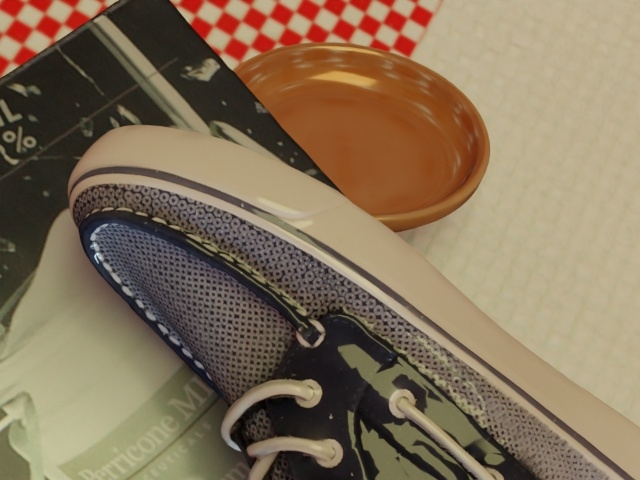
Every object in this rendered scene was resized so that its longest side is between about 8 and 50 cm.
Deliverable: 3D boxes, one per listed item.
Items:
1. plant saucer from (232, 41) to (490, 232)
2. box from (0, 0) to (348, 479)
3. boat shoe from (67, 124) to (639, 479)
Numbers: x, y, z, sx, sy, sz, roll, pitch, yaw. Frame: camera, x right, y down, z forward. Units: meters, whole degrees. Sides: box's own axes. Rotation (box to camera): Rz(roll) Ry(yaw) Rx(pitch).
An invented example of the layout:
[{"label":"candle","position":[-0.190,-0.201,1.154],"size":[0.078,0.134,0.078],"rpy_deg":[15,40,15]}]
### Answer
[{"label":"plant saucer","position":[0.020,-0.069,1.092],"size":[0.200,0.037,0.200],"rpy_deg":[6,43,-6]},{"label":"box","position":[-0.136,0.208,0.841],"size":[0.480,0.297,0.472],"rpy_deg":[-39,81,-24]},{"label":"boat shoe","position":[0.007,0.095,0.687],"size":[0.340,0.127,0.158],"rpy_deg":[33,56,-2]}]
